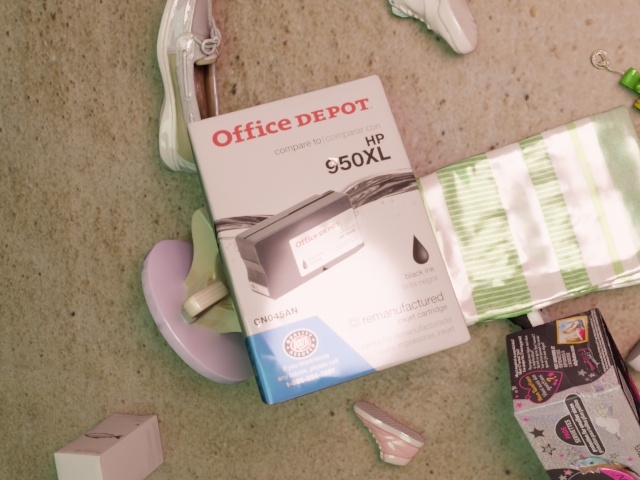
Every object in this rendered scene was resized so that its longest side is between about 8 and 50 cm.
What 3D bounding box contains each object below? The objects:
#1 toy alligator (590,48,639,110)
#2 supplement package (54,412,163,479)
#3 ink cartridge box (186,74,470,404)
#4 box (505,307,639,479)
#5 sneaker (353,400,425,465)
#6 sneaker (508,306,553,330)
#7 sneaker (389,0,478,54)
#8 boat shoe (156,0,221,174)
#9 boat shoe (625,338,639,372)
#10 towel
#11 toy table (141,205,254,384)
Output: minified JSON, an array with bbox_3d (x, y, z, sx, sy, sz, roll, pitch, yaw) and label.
[{"bbox_3d":[0.450,-0.204,0.914,0.190,0.051,0.056,37,110,10],"label":"toy alligator"},{"bbox_3d":[-0.395,0.411,1.271,0.105,0.179,0.105,-3,99,20],"label":"supplement package"},{"bbox_3d":[0.000,0.000,0.958,0.286,0.166,0.394,-16,80,-9],"label":"ink cartridge box"},{"bbox_3d":[0.369,0.250,0.929,0.142,0.163,0.247,-23,115,24],"label":"box"},{"bbox_3d":[0.103,0.334,1.143,0.134,0.051,0.070,30,104,8],"label":"sneaker"},{"bbox_3d":[0.260,0.082,1.030,0.121,0.079,0.216,-32,80,26],"label":"sneaker"},{"bbox_3d":[0.151,-0.352,0.993,0.094,0.080,0.212,-34,80,34],"label":"sneaker"},{"bbox_3d":[-0.203,-0.265,1.114,0.103,0.118,0.320,11,108,12],"label":"boat shoe"},{"bbox_3d":[0.550,0.109,0.919,0.267,0.096,0.088,-43,79,13],"label":"boat shoe"},{"bbox_3d":[0.309,-0.026,0.954,0.325,0.038,0.247,-18,81,12],"label":"towel"},{"bbox_3d":[-0.159,0.089,1.110,0.274,0.252,0.161,48,129,-7],"label":"toy table"}]
